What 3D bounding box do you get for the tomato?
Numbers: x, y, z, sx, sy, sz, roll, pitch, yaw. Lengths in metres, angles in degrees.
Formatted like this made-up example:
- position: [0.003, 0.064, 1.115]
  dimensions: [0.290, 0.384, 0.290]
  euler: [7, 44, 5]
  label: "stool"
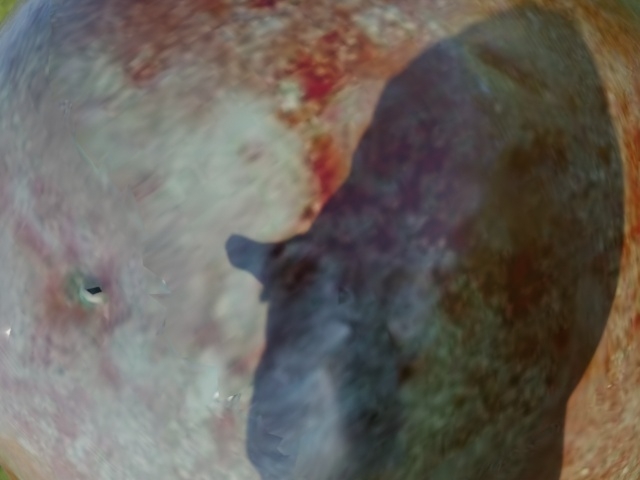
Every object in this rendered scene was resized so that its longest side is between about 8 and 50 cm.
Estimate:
- position: [0.000, 0.000, 0.572]
  dimensions: [0.316, 0.282, 0.317]
  euler: [3, 96, 36]
  label: "tomato"
